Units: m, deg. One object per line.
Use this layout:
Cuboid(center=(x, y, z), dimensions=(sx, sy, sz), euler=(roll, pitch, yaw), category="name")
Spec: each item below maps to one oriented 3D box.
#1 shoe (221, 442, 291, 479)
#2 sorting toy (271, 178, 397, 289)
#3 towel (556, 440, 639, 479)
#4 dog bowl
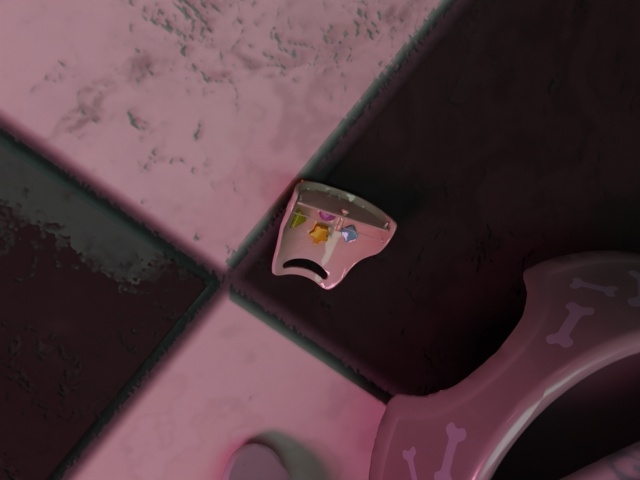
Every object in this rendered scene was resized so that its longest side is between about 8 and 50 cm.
Cuboid(center=(-0.060, 0.257, 0.650), dimensions=(0.064, 0.081, 0.177), euler=(-5, 82, -28), category="shoe")
Cuboid(center=(0.000, 0.000, 0.585), dimensions=(0.083, 0.045, 0.075), euler=(17, 111, -23), category="sorting toy")
Cuboid(center=(0.241, 0.291, 0.550), dimensions=(0.375, 0.090, 0.320), euler=(-21, 114, -11), category="towel")
Cuboid(center=(0.216, 0.187, 0.611), dimensions=(0.349, 0.102, 0.348), euler=(-5, 109, -16), category="dog bowl")
